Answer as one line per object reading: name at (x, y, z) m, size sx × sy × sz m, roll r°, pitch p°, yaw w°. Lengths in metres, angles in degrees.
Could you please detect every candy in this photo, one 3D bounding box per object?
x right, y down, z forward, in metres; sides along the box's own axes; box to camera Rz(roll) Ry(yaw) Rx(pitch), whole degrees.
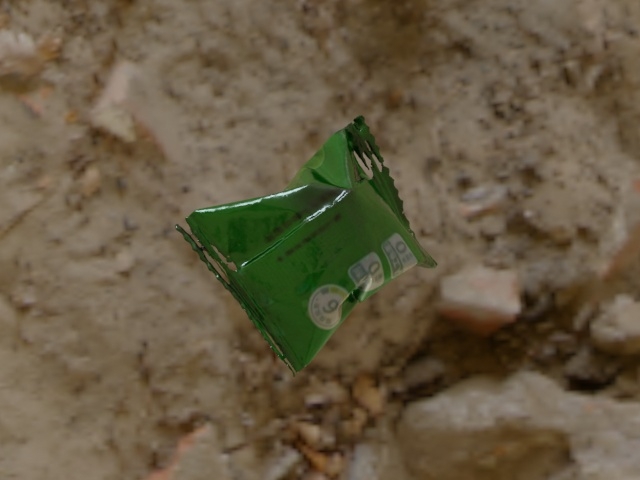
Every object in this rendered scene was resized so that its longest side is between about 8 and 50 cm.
candy at (0.000, -0.003, 1.334) m, size 0.141 × 0.078 × 0.203 m, roll 46°, pitch 52°, yaw 10°
